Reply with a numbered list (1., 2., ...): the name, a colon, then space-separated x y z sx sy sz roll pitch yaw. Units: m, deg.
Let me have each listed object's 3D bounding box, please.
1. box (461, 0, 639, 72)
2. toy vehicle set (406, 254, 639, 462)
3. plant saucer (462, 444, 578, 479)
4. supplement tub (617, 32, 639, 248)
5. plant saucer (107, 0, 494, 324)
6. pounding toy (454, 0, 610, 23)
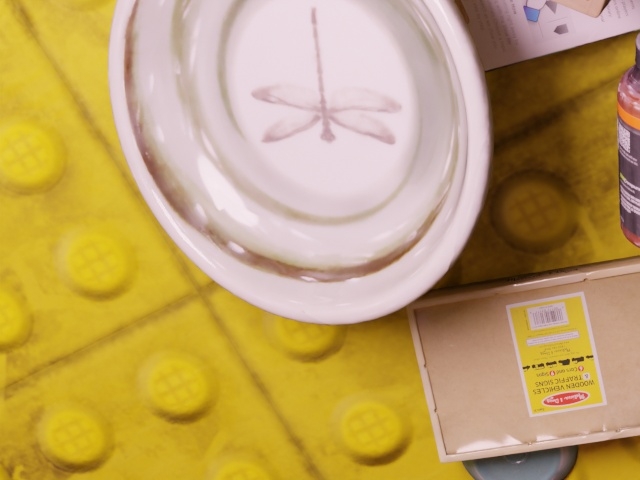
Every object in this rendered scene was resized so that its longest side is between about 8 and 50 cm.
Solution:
1. box: 0.222 -0.287 1.734 0.322 0.058 0.232 -13 109 16
2. toy vehicle set: 0.227 0.111 1.893 0.266 0.035 0.166 -9 101 13
3. plant saucer: 0.193 0.205 1.959 0.119 0.021 0.119 4 112 9
4. supplement tub: 0.314 -0.091 1.753 0.106 0.106 0.198 0 124 10
5. plant saucer: -0.006 -0.127 1.775 0.400 0.100 0.400 14 117 30
6. pounding toy: 0.161 -0.269 1.676 0.206 0.094 0.181 24 120 10
